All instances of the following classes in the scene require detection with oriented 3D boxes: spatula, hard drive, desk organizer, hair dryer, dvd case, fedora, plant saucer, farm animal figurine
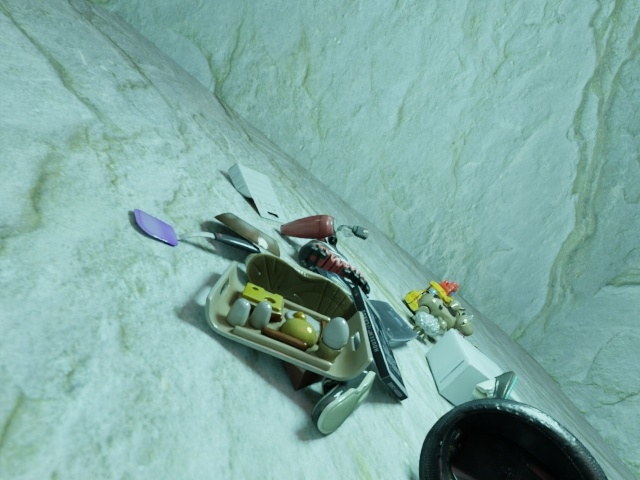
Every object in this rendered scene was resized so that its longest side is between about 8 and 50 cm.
[{"bbox_3d":[-0.257,-0.007,0.928,0.296,0.030,0.084,13,27,-38],"label":"spatula"},{"bbox_3d":[0.204,0.262,1.336,0.172,0.054,0.254,47,15,27],"label":"hard drive"},{"bbox_3d":[-0.017,0.238,0.810,0.047,0.050,0.130,32,14,29],"label":"desk organizer"},{"bbox_3d":[0.000,0.000,1.446,0.293,0.224,0.080,21,46,-18],"label":"hair dryer"},{"bbox_3d":[0.142,0.249,1.029,0.179,0.029,0.239,55,13,-49],"label":"dvd case"},{"bbox_3d":[0.342,0.464,0.759,0.334,0.333,0.153,55,-11,46],"label":"fedora"},{"bbox_3d":[-0.180,-0.021,1.091,0.198,0.036,0.198,31,-3,2],"label":"plant saucer"},{"bbox_3d":[0.504,0.316,1.665,0.326,0.172,0.330,38,20,-7],"label":"farm animal figurine"}]

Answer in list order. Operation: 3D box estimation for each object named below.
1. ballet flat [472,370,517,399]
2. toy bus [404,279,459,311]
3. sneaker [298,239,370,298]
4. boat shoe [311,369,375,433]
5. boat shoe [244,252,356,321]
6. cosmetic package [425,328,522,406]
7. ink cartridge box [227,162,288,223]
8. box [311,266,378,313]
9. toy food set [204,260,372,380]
[{"bbox_3d":[0.450,0.442,1.135,0.096,0.095,0.280,25,45,20],"label":"ballet flat"},{"bbox_3d":[0.506,0.250,1.867,0.220,0.211,0.149,21,25,-50],"label":"toy bus"},{"bbox_3d":[0.051,0.088,1.372,0.276,0.098,0.135,37,16,-10],"label":"sneaker"},{"bbox_3d":[0.031,0.282,0.780,0.079,0.084,0.233,27,9,21],"label":"boat shoe"},{"bbox_3d":[-0.046,0.117,1.013,0.302,0.109,0.098,31,-3,-20],"label":"boat shoe"},{"bbox_3d":[0.478,0.438,1.345,0.224,0.138,0.225,39,15,-7],"label":"cosmetic package"},{"bbox_3d":[-0.225,-0.157,1.547,0.189,0.066,0.233,15,50,-62],"label":"ink cartridge box"},{"bbox_3d":[0.053,0.165,1.179,0.180,0.078,0.147,25,20,-48],"label":"box"},{"bbox_3d":[-0.054,0.136,0.823,0.305,0.093,0.220,24,13,-6],"label":"toy food set"}]
